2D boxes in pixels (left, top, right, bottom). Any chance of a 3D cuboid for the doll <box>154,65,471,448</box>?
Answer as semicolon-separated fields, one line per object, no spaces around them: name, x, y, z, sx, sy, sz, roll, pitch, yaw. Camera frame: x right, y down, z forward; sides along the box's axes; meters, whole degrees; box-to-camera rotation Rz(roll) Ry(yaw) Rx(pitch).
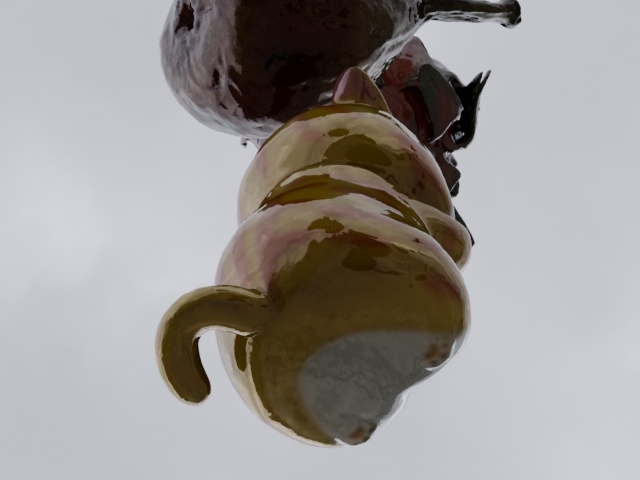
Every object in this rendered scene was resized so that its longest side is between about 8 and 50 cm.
doll;0.012;0.015;1.126;0.162;0.269;0.166;41;-66;-11

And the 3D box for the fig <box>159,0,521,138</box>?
fig;0.010;-0.190;1.344;0.290;0.190;0.190;-31;-56;-35

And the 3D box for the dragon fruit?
dragon fruit;0.043;-0.097;1.552;0.274;0.193;0.192;45;-109;-17
